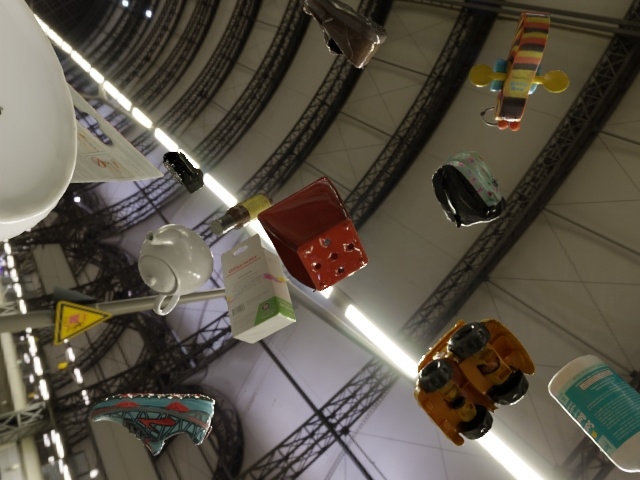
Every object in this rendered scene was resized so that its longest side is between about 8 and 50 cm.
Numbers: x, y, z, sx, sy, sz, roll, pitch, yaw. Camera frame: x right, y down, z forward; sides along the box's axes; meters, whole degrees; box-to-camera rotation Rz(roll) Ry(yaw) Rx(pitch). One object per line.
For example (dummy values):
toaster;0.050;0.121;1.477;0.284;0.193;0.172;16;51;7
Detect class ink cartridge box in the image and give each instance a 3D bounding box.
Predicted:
ink cartridge box;-0.239;0.171;1.502;0.207;0.119;0.353;-29;-125;17
ink cartridge box;-0.506;-0.237;0.750;0.386;0.308;0.091;2;-121;28

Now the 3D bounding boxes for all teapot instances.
teapot;-0.483;0.088;1.292;0.253;0.187;0.255;-24;-73;35

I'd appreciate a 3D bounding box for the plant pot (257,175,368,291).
plant pot;0.000;0.000;1.271;0.267;0.268;0.236;64;-9;-32

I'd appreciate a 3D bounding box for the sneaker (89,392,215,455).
sneaker;-0.370;0.399;0.881;0.104;0.262;0.125;109;-16;-66

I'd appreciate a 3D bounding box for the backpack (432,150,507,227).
backpack;0.375;-0.135;1.038;0.181;0.115;0.152;53;-27;-7

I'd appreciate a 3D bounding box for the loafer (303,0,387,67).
loafer;0.039;-0.612;1.168;0.365;0.134;0.130;57;-48;38

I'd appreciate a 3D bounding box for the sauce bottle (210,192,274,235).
sauce bottle;-0.344;-0.117;1.801;0.112;0.344;0.111;13;-63;26

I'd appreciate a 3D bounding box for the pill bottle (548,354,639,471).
pill bottle;0.666;0.400;0.906;0.146;0.147;0.264;-66;-148;26

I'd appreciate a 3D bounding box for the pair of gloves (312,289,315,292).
pair of gloves;0.019;0.154;1.389;0.083;0.074;0.010;-43;-112;47

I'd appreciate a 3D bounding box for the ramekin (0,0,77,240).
ramekin;-0.299;-0.106;0.285;0.127;0.273;0.272;-8;-95;3

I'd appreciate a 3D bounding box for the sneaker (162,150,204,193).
sneaker;-0.280;-0.148;0.822;0.089;0.051;0.170;56;-7;-29

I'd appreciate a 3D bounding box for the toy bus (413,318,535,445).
toy bus;0.269;0.264;0.819;0.149;0.220;0.211;51;-12;-4

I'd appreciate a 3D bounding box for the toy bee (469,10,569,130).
toy bee;0.450;-0.337;0.918;0.196;0.298;0.162;-4;-126;28
